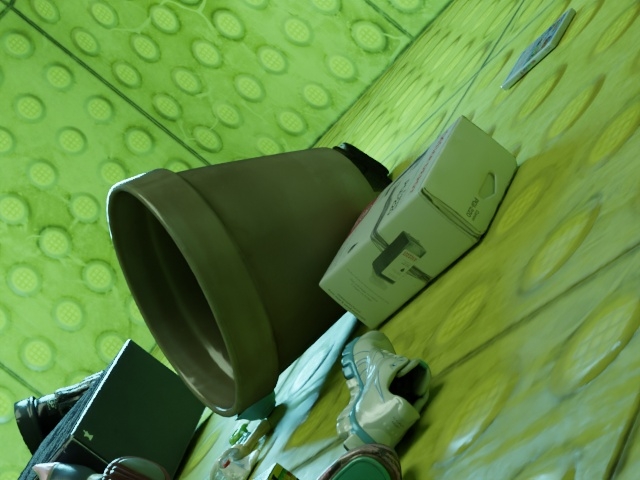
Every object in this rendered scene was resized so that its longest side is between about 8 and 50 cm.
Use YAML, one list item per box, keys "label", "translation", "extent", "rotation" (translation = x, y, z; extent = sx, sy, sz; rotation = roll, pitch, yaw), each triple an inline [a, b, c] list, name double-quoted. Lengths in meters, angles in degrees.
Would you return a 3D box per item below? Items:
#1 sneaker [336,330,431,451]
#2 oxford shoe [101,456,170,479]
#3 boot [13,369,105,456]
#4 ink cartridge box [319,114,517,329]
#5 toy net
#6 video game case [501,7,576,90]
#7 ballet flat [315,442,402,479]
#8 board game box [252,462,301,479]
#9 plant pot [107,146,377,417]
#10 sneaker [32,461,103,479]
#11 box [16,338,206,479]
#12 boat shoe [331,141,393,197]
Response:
- label: "sneaker"
  translation: [0.068, 0.129, 1.274]
  extent: [0.083, 0.071, 0.190]
  rotation: [-42, 18, 19]
- label: "oxford shoe"
  translation: [-0.286, 0.432, 1.873]
  extent: [0.348, 0.123, 0.130]
  rotation: [-57, -13, -64]
- label: "boot"
  translation: [-0.375, 0.361, 2.542]
  extent: [0.260, 0.348, 0.131]
  rotation: [-22, 50, -3]
- label: "ink cartridge box"
  translation: [0.112, -0.019, 1.612]
  extent: [0.218, 0.092, 0.158]
  rotation: [-42, 11, 44]
- label: "toy net"
  translation: [-0.112, 0.262, 1.789]
  extent: [0.122, 0.045, 0.232]
  rotation: [-48, 8, 22]
- label: "video game case"
  translation: [0.306, -0.269, 1.974]
  extent: [0.122, 0.011, 0.087]
  rotation: [-43, 10, 52]
- label: "ballet flat"
  translation: [-0.013, 0.250, 1.155]
  extent: [0.221, 0.077, 0.079]
  rotation: [-46, -11, 8]
- label: "board game box"
  translation: [-0.091, 0.315, 1.370]
  extent: [0.141, 0.048, 0.170]
  rotation: [-46, 9, 50]
- label: "plant pot"
  translation: [-0.075, 0.019, 1.791]
  extent: [0.280, 0.323, 0.323]
  rotation: [-28, -3, -23]
- label: "sneaker"
  translation: [-0.406, 0.471, 2.006]
  extent: [0.319, 0.131, 0.112]
  rotation: [-68, -22, -17]
- label: "box"
  translation: [-0.356, 0.369, 2.241]
  extent: [0.294, 0.183, 0.296]
  rotation: [-49, 9, 28]
- label: "boat shoe"
  translation: [0.045, -0.080, 2.313]
  extent: [0.120, 0.123, 0.324]
  rotation: [-56, -2, 9]
